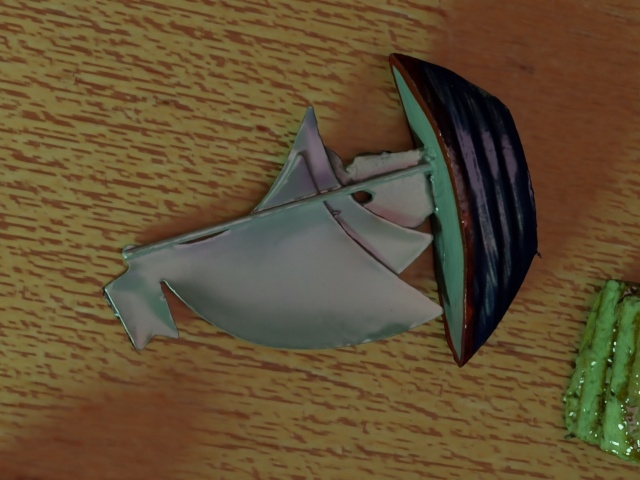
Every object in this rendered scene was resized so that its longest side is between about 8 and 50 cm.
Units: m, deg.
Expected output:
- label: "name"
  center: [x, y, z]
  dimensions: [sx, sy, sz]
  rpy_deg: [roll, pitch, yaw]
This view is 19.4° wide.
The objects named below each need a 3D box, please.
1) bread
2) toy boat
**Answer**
- label: "bread"
  center: [0.294, 0.107, 1.413]
  dimensions: [0.196, 0.102, 0.138]
  rpy_deg: [10, 86, -18]
- label: "toy boat"
  center: [0.024, 0.016, 1.338]
  dimensions: [0.318, 0.072, 0.219]
  rpy_deg: [-39, 100, -10]
